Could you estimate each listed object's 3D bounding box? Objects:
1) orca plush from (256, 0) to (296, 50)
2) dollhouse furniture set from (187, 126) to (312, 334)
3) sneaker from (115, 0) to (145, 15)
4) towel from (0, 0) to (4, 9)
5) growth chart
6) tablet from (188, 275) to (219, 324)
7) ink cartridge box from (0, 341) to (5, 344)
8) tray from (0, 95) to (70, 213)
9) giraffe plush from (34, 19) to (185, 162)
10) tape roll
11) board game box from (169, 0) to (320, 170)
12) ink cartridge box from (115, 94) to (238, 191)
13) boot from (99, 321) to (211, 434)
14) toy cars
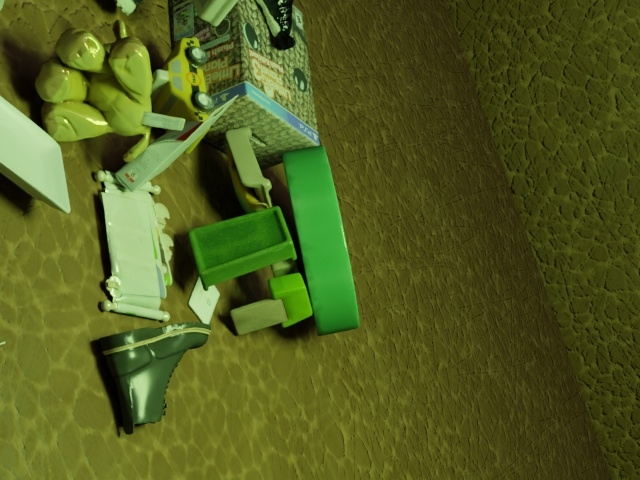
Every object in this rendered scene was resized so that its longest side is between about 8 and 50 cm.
[{"bbox_3d":[-0.085,-0.467,2.080,0.151,0.102,0.287,-15,86,-64],"label":"orca plush"},{"bbox_3d":[-0.137,-0.014,2.024,0.197,0.151,0.301,76,-5,-49],"label":"dollhouse furniture set"},{"bbox_3d":[-0.320,-0.503,1.892,0.293,0.146,0.102,57,2,-33],"label":"sneaker"},{"bbox_3d":[-0.517,-0.480,1.646,0.324,0.056,0.312,48,31,-35],"label":"towel"},{"bbox_3d":[-0.269,0.008,1.808,0.172,0.021,0.237,27,49,-56],"label":"growth chart"},{"bbox_3d":[-0.182,0.092,1.937,0.054,0.006,0.083,56,29,-28],"label":"tablet"},{"bbox_3d":[-0.439,0.107,1.294,0.198,0.115,0.067,-6,77,-65],"label":"ink cartridge box"},{"bbox_3d":[-0.423,-0.142,1.569,0.270,0.030,0.145,43,19,-44],"label":"tray"},{"bbox_3d":[-0.303,-0.232,1.769,0.210,0.181,0.170,24,23,-28],"label":"giraffe plush"},{"bbox_3d":[0.000,0.000,2.120,0.321,0.077,0.321,168,-90,-89],"label":"tape roll"},{"bbox_3d":[-0.133,-0.305,2.154,0.232,0.141,0.291,30,46,-53],"label":"board game box"},{"bbox_3d":[-0.212,-0.157,1.833,0.045,0.179,0.145,45,20,-4],"label":"ink cartridge box"},{"bbox_3d":[-0.222,0.189,1.729,0.198,0.077,0.137,-6,82,-50],"label":"boot"},{"bbox_3d":[-0.210,-0.338,1.956,0.087,0.176,0.393,11,94,-32],"label":"toy cars"}]
